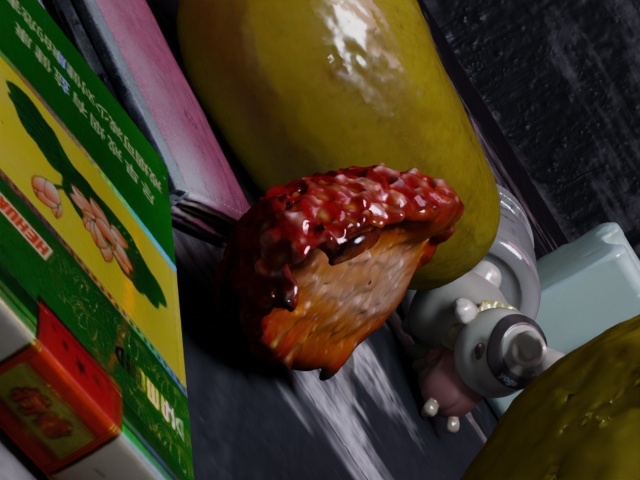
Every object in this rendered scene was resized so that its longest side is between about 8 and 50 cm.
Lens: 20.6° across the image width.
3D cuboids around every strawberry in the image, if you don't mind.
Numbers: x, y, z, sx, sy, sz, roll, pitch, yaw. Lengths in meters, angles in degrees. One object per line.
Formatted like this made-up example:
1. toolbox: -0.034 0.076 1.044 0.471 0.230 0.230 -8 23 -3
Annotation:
1. strawberry: 0.000 0.000 0.846 0.082 0.121 0.188 43 5 17

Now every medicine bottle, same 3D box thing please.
1. medicine bottle: 0.112 0.019 1.326 0.105 0.105 0.168 58 12 -11

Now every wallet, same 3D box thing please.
1. wallet: -0.104 -0.108 0.898 0.232 0.025 0.119 63 12 17

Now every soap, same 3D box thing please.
1. soap: 0.237 0.139 1.429 0.265 0.159 0.087 58 12 -13

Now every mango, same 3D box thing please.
1. mango: 0.023 -0.073 1.078 0.332 0.142 0.195 51 20 -41

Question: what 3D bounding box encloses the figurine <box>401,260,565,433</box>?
1. figurine: 0.110 0.082 1.158 0.081 0.098 0.146 13 19 -22

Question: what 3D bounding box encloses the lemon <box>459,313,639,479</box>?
1. lemon: 0.208 0.191 0.725 0.350 0.349 0.387 65 5 22

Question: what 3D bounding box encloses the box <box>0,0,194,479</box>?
1. box: -0.098 -0.006 0.643 0.132 0.034 0.235 54 13 -32
